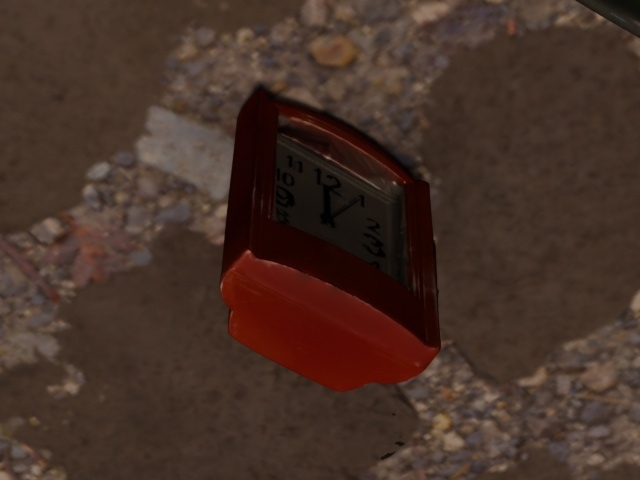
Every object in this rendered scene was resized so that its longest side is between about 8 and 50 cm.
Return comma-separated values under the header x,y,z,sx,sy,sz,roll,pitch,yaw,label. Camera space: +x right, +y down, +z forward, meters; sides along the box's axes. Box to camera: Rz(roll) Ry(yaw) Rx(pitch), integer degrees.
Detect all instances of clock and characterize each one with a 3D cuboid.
x,y,z,sx,sy,sz,roll,pitch,yaw,label
0.000,0.000,0.943,0.113,0.155,0.061,28,123,-17,clock

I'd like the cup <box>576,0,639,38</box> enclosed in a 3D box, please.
x,y,z,sx,sy,sz,roll,pitch,yaw,label
0.220,-0.142,0.850,0.199,0.199,0.150,24,104,-17,cup
